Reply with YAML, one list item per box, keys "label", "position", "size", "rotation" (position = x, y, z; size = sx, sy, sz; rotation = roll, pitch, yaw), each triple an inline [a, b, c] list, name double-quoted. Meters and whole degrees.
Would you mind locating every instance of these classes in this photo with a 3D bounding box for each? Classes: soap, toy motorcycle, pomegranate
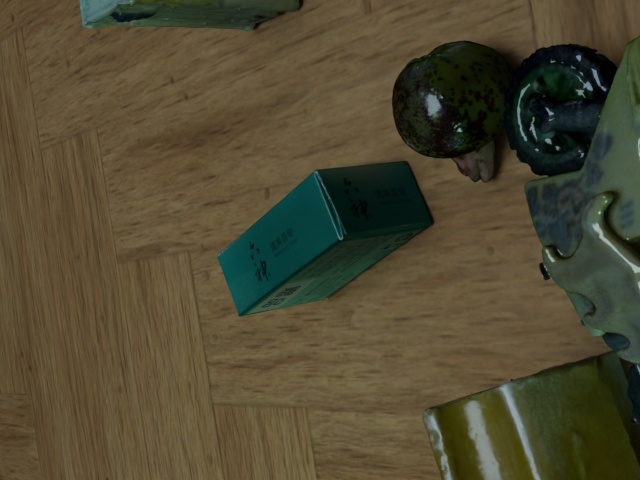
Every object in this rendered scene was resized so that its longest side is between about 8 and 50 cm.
- label: "soap"
  position: [0.239, 0.258, 0.955]
  size: [0.143, 0.259, 0.281]
  rotation: [-28, 76, 38]
- label: "toy motorcycle"
  position: [0.307, -0.005, 0.892]
  size: [0.237, 0.168, 0.410]
  rotation: [-33, 77, 56]
- label: "pomegranate"
  position: [0.144, -0.139, 1.102]
  size: [0.125, 0.138, 0.163]
  rotation: [43, 160, 25]

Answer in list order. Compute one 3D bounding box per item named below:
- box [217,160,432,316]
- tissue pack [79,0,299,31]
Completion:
- label: "box"
  position: [0.000, 0.000, 1.273]
  size: [0.245, 0.153, 0.092]
  rotation: [-38, 67, 46]
- label: "tissue pack"
  position: [-0.189, -0.473, 1.314]
  size: [0.162, 0.287, 0.388]
  rotation: [-9, 90, 45]
